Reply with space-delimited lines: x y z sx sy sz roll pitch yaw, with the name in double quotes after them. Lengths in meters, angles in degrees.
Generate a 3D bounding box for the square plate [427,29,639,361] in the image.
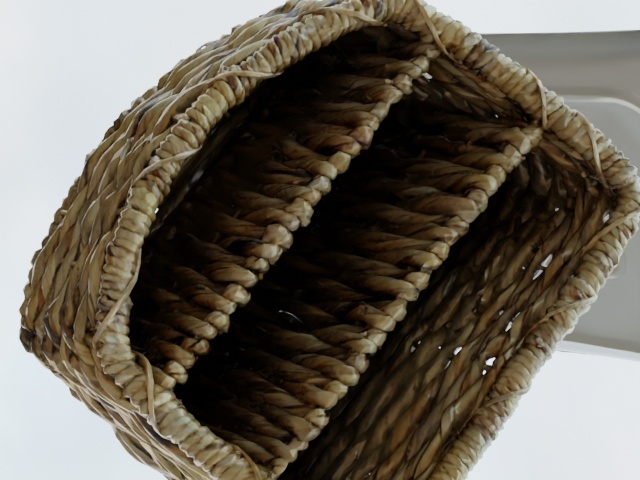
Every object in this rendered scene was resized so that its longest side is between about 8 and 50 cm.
0.235 -0.022 1.359 0.344 0.049 0.347 6 -55 45 "square plate"

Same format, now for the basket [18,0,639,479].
0.000 0.000 0.865 0.299 0.213 0.223 -50 -149 -18 "basket"
